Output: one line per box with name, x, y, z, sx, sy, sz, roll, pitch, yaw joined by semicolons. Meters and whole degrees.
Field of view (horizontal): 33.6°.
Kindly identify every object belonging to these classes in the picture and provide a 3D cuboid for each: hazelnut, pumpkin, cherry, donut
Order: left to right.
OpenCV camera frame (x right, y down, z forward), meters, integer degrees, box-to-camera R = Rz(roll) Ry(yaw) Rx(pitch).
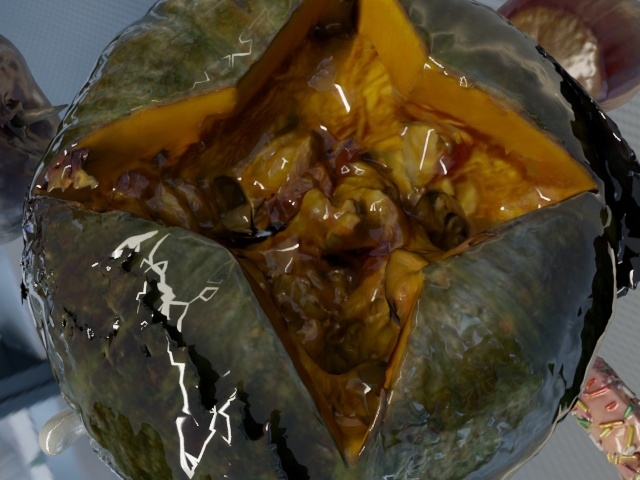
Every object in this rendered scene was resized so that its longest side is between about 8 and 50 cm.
cherry;-0.409;-0.111;1.175;0.296;0.218;0.255;-13;108;29
pumpkin;0.000;0.000;0.552;0.320;0.320;0.192;45;161;13
hazelnut;0.294;-0.225;1.260;0.212;0.181;0.181;19;97;32
donut;0.409;0.255;1.447;0.233;0.085;0.199;49;-173;-38

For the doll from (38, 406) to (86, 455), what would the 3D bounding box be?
doll;-0.204;0.113;1.327;0.242;0.311;0.159;-106;11;-50
